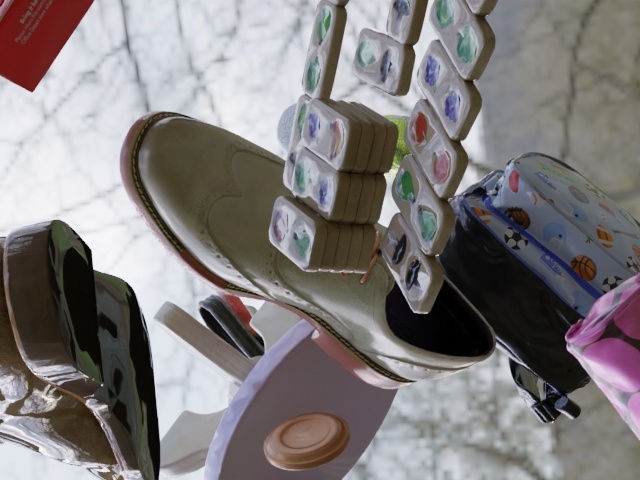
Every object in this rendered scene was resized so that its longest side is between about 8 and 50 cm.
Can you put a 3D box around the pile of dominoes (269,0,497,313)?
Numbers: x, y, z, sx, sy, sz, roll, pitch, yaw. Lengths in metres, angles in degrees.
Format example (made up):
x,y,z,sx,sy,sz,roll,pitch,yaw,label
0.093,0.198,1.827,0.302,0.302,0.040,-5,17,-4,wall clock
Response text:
x,y,z,sx,sy,sz,roll,pitch,yaw,label
0.026,-0.104,0.942,0.196,0.040,0.251,39,122,59,pile of dominoes

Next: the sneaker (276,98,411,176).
x,y,z,sx,sy,sz,roll,pitch,yaw,label
0.062,-0.112,2.163,0.126,0.240,0.091,22,-95,-52,sneaker

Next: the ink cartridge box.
x,y,z,sx,sy,sz,roll,pitch,yaw,label
-0.253,-0.219,1.501,0.078,0.134,0.231,29,-165,-26,ink cartridge box

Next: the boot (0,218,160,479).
x,y,z,sx,sy,sz,roll,pitch,yaw,label
-0.162,0.076,0.987,0.305,0.115,0.112,67,-167,-64,boot

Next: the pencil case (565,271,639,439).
x,y,z,sx,sy,sz,roll,pitch,yaw,label
0.278,0.128,1.359,0.209,0.098,0.095,53,-139,-6,pencil case

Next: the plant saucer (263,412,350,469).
x,y,z,sx,sy,sz,roll,pitch,yaw,label
-0.013,0.187,1.638,0.083,0.084,0.013,-63,-35,-56,plant saucer

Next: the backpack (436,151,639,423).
x,y,z,sx,sy,sz,roll,pitch,yaw,label
0.237,0.025,1.902,0.276,0.213,0.263,46,-166,3,backpack

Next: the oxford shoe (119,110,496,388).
x,y,z,sx,sy,sz,roll,pitch,yaw,label
0.000,0.000,1.551,0.397,0.146,0.140,33,-115,-30,oxford shoe

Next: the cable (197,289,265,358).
x,y,z,sx,sy,sz,roll,pitch,yaw,label
-0.062,0.142,2.193,0.072,0.287,0.139,-42,-50,-11,cable

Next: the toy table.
x,y,z,sx,sy,sz,roll,pitch,yaw,label
-0.052,0.159,1.799,0.274,0.161,0.252,-43,-51,-19,toy table
